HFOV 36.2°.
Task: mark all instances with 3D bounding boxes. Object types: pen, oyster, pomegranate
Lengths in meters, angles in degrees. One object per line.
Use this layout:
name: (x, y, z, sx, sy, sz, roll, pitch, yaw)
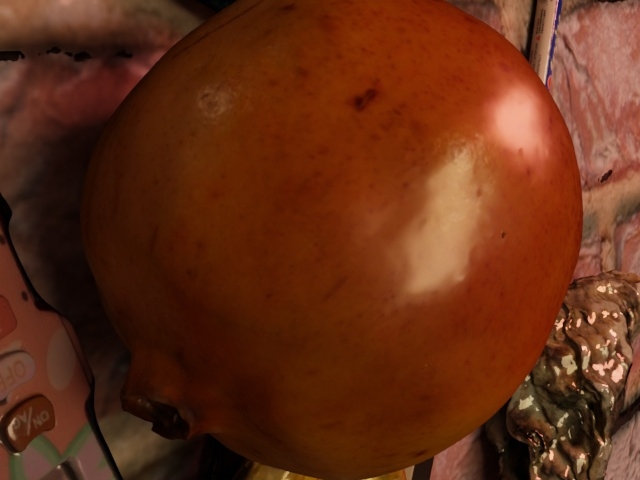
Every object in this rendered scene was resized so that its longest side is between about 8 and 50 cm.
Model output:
pen: (0.208, -0.163, 0.921, 0.025, 0.025, 0.204, 14, 83, -51)
oyster: (0.248, 0.142, 0.939, 0.198, 0.112, 0.268, 23, 73, -50)
pomegranate: (0.000, 0.000, 0.514, 0.264, 0.264, 0.265, -8, 100, -51)

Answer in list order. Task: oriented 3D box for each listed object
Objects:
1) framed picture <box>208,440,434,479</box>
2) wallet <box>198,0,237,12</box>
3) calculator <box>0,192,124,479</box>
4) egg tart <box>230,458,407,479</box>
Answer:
framed picture: (-0.010, 0.275, 0.703, 0.265, 0.016, 0.347, 21, 78, -50)
wallet: (-0.035, -0.220, 0.555, 0.379, 0.046, 0.191, 19, 98, -52)
calculator: (-0.196, 0.094, 0.430, 0.220, 0.048, 0.330, -35, 118, -42)
egg tart: (-0.009, 0.188, 0.624, 0.191, 0.074, 0.191, -5, 97, -51)
